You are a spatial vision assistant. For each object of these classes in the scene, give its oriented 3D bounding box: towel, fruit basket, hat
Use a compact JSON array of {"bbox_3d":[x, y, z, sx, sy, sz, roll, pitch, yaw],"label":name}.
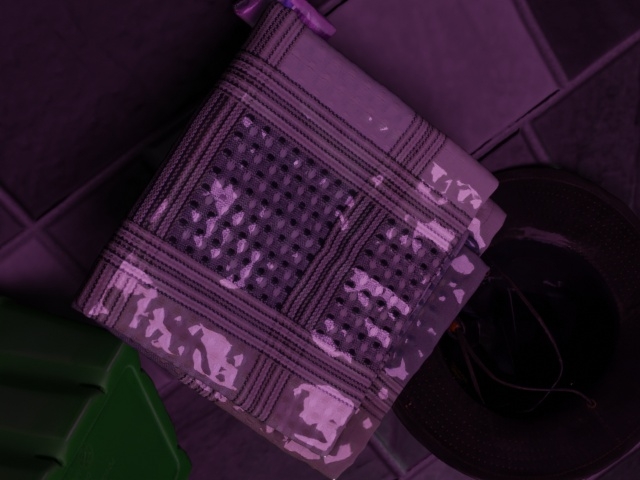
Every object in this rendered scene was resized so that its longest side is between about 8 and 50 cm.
[{"bbox_3d":[-0.005,0.013,1.078,0.324,0.056,0.312,37,81,-29],"label":"towel"},{"bbox_3d":[-0.344,0.223,1.041,0.392,0.392,0.283,-24,123,-8],"label":"fruit basket"},{"bbox_3d":[0.201,0.099,1.253,0.331,0.331,0.134,-18,161,-12],"label":"hat"}]

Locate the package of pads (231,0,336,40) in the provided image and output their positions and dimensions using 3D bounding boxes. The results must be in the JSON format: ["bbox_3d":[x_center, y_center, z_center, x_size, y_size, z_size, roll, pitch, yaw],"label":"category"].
[{"bbox_3d":[-0.032,-0.193,1.080,0.050,0.032,0.083,-45,124,10],"label":"package of pads"}]
